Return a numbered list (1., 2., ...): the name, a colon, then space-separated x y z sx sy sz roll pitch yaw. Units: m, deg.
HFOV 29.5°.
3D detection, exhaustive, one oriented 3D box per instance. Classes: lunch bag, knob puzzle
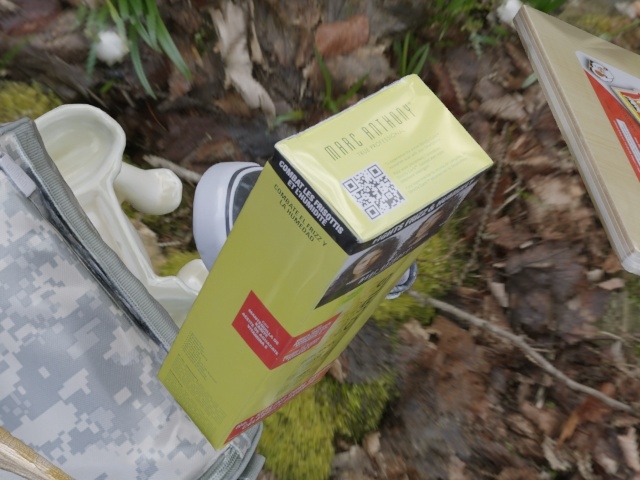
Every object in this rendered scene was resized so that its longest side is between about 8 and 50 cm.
1. lunch bag: -0.214 0.087 0.828 0.256 0.212 0.305 -32 103 23
2. knob puzzle: 0.179 -0.016 0.549 0.213 0.213 0.030 36 122 1

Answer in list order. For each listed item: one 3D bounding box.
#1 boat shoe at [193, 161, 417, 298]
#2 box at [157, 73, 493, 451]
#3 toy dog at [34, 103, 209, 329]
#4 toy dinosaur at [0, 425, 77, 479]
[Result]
1. boat shoe: 0.000 0.004 1.055 0.104 0.306 0.113 -3 72 25
2. box: -0.009 0.021 0.592 0.087 0.232 0.058 -31 75 -34
3. toy dog: -0.302 0.072 1.388 0.395 0.408 0.285 -36 89 -6
4. toy dinosaur: -0.185 0.082 0.554 0.183 0.053 0.092 27 44 22
